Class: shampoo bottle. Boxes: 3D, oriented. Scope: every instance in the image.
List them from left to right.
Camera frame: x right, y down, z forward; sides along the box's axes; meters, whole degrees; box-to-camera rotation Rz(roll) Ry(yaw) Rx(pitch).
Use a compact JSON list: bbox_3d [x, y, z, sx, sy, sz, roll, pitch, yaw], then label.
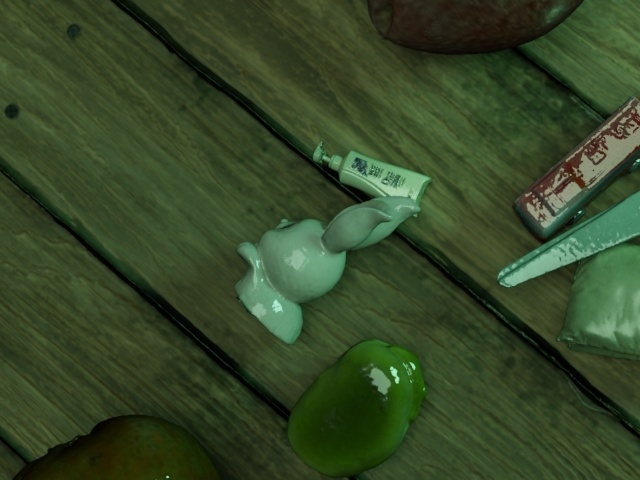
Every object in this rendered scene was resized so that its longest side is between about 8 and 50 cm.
[{"bbox_3d":[0.055,-0.074,1.957,0.141,0.034,0.049,22,102,13],"label":"shampoo bottle"}]

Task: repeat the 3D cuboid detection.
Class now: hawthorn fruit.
[{"bbox_3d":[-0.210,0.351,1.880,0.268,0.268,0.300,-34,82,9],"label":"hawthorn fruit"}]

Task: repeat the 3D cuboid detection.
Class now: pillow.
[{"bbox_3d":[0.360,0.072,1.860,0.181,0.078,0.134,9,83,18],"label":"pillow"}]

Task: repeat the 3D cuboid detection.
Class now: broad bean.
[{"bbox_3d":[0.045,0.191,1.929,0.124,0.082,0.174,37,106,12],"label":"broad bean"}]

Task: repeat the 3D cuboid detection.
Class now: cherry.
[{"bbox_3d":[0.177,-0.327,1.851,0.307,0.221,0.261,-46,70,20],"label":"cherry"}]

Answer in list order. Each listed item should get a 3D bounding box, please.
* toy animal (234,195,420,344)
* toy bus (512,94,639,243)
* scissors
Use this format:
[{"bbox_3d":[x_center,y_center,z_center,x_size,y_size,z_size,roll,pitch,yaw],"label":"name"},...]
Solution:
[{"bbox_3d":[-0.003,0.001,1.924,0.221,0.104,0.131,-45,62,13],"label":"toy animal"},{"bbox_3d":[0.297,-0.080,1.880,0.192,0.077,0.065,-42,76,7],"label":"toy bus"},{"bbox_3d":[0.393,-0.051,1.844,0.447,0.029,0.192,-26,81,1],"label":"scissors"}]
